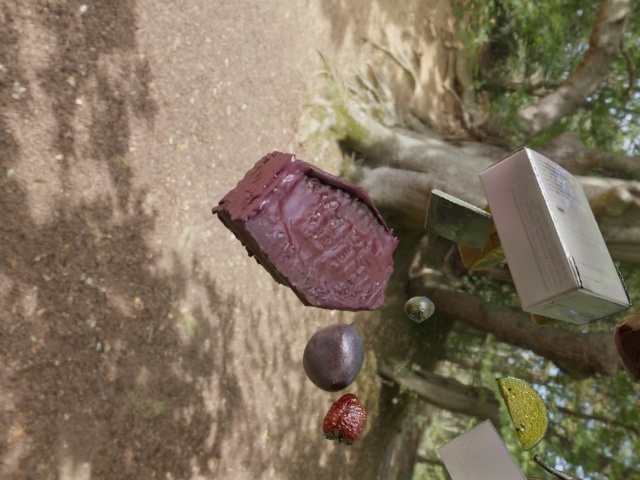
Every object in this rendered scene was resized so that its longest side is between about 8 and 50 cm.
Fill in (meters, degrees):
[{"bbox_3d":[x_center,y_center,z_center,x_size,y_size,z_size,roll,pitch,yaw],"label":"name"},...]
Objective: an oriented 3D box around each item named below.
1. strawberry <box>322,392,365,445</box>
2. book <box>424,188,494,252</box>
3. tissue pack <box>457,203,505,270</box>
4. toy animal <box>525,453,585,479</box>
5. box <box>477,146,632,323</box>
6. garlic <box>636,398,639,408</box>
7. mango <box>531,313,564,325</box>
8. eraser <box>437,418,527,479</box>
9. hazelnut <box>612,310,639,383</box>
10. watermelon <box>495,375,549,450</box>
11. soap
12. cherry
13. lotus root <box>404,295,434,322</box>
[{"bbox_3d":[0.074,0.543,1.837,0.131,0.131,0.148,42,60,-75],"label":"strawberry"},{"bbox_3d":[0.263,-0.035,1.151,0.014,0.127,0.182,-61,165,-15],"label":"book"},{"bbox_3d":[0.408,-0.011,1.453,0.169,0.082,0.120,129,-43,-57],"label":"tissue pack"},{"bbox_3d":[0.468,0.462,1.087,0.087,0.259,0.243,-66,-175,-16],"label":"toy animal"},{"bbox_3d":[0.380,-0.002,0.979,0.203,0.106,0.252,14,56,-43],"label":"box"},{"bbox_3d":[0.827,0.369,1.348,0.245,0.253,0.245,4,82,-34],"label":"garlic"},{"bbox_3d":[0.713,0.176,1.740,0.253,0.138,0.113,-51,-130,44],"label":"mango"},{"bbox_3d":[0.254,0.361,0.949,0.023,0.103,0.150,57,4,-24],"label":"eraser"},{"bbox_3d":[0.902,0.300,1.655,0.208,0.208,0.208,10,90,-77],"label":"hazelnut"},{"bbox_3d":[0.513,0.414,1.484,0.092,0.075,0.182,1,66,-44],"label":"watermelon"},{"bbox_3d":[0.000,0.000,0.881,0.182,0.112,0.289,-45,127,-11],"label":"soap"},{"bbox_3d":[0.043,0.374,1.941,0.213,0.183,0.266,-50,-166,26],"label":"cherry"},{"bbox_3d":[0.323,0.218,1.942,0.165,0.088,0.088,7,92,-67],"label":"lotus root"}]
